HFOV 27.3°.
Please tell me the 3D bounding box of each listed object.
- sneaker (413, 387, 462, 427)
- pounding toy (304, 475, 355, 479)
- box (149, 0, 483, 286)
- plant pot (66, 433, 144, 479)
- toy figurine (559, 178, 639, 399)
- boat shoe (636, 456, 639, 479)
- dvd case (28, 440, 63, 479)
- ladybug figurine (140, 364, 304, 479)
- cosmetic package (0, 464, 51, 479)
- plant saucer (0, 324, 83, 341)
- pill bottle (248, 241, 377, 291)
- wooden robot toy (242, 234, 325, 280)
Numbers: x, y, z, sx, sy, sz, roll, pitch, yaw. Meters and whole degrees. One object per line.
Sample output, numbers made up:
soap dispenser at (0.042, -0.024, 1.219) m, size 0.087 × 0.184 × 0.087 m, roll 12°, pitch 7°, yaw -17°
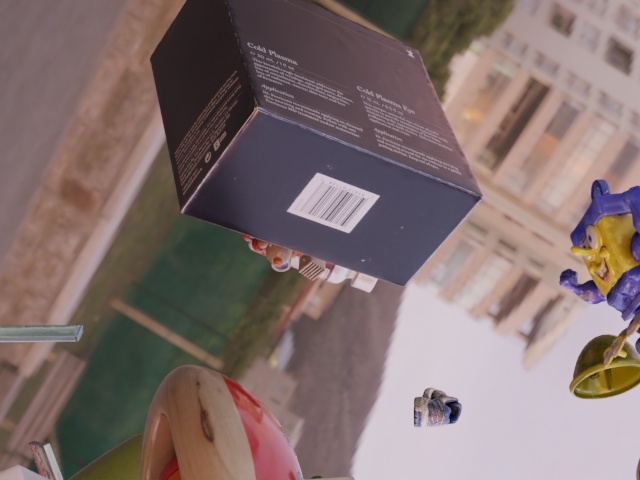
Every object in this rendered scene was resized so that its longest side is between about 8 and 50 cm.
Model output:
sneaker at (0.164, 0.231, 1.775) m, size 0.135 × 0.058 × 0.052 m, roll -13°, pitch 105°, yaw -75°
pounding toy at (0.000, 0.430, 2.083) m, size 0.100 × 0.130 × 0.141 m, roll -36°, pitch -120°, yaw 39°
box at (-0.012, -0.146, 1.672) m, size 0.179 × 0.343 × 0.312 m, roll -50°, pitch -144°, yaw 30°
plant pot at (-0.351, 0.485, 2.245) m, size 0.293 × 0.275 × 0.275 m, roll -52°, pitch 180°, yaw -30°
toy figurine at (0.378, 0.030, 1.561) m, size 0.191 × 0.217 × 0.362 m, roll -16°, pitch 158°, yaw -11°
boat shoe at (0.632, 0.470, 2.393) m, size 0.091 × 0.109 × 0.305 m, roll 101°, pitch 5°, yaw -53°
dvd case at (-0.423, 0.354, 2.042) m, size 0.013 × 0.087 × 0.119 m, roll -21°, pitch -178°, yaw -23°
ladybug figurine at (-0.114, 0.336, 1.594) m, size 0.449 × 0.162 × 0.305 m, roll -111°, pitch -148°, yaw -54°
cosmetic package at (-0.323, 0.407, 1.513) m, size 0.138 × 0.224 × 0.225 m, roll -26°, pitch 151°, yaw 9°
plant saucer at (-0.422, 0.128, 1.801) m, size 0.067 × 0.192 × 0.018 m, roll 130°, pitch -40°, yaw -75°
pill bottle at (0.000, 0.000, 2.224) m, size 0.121 × 0.221 × 0.121 m, roll -158°, pitch -90°, yaw -86°
wooden robot toy at (-0.060, 0.012, 1.786) m, size 0.076 × 0.173 × 0.079 m, roll -24°, pitch -140°, yaw 22°
